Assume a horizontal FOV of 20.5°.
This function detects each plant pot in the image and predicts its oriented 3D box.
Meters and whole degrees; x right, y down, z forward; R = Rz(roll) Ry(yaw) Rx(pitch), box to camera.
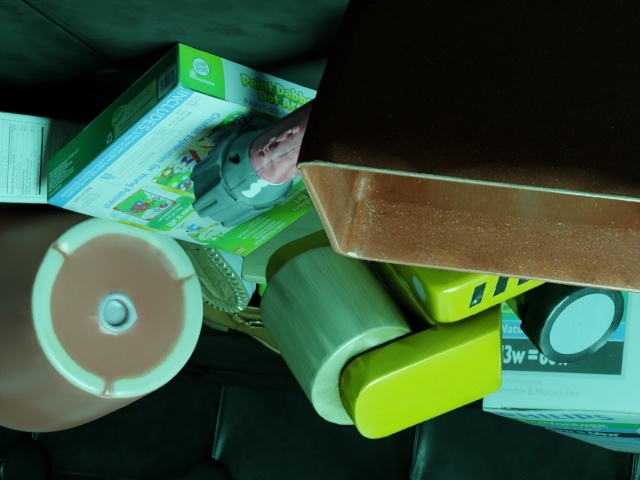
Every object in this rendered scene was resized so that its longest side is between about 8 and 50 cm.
[{"bbox_3d":[-0.265,0.079,1.943,0.275,0.275,0.243,14,169,-27],"label":"plant pot"},{"bbox_3d":[0.146,-0.114,1.188,0.267,0.236,0.267,7,168,8],"label":"plant pot"}]

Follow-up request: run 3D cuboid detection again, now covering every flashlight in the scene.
[{"bbox_3d":[-0.008,-0.091,1.570,0.103,0.103,0.304,18,150,-34],"label":"flashlight"}]

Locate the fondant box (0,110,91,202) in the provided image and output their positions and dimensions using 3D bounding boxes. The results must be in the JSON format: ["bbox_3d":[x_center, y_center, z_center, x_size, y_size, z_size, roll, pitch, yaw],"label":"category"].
[{"bbox_3d":[-0.394,-0.090,1.838,0.238,0.096,0.330,4,-179,19],"label":"fondant box"}]

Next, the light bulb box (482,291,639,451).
[{"bbox_3d":[0.451,0.143,2.231,0.358,0.225,0.361,-1,166,38],"label":"light bulb box"}]

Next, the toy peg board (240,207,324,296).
[{"bbox_3d":[0.000,0.000,1.970,0.161,0.161,0.079,9,149,-1],"label":"toy peg board"}]

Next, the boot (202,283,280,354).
[{"bbox_3d":[-0.058,0.098,2.714,0.283,0.109,0.220,16,164,-4],"label":"boot"}]

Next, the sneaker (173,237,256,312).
[{"bbox_3d":[-0.125,-0.067,1.988,0.099,0.153,0.282,4,138,30],"label":"sneaker"}]

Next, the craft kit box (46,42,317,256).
[{"bbox_3d":[-0.105,-0.082,1.764,0.246,0.061,0.250,19,144,-33],"label":"craft kit box"}]

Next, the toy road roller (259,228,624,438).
[{"bbox_3d":[0.107,0.001,1.620,0.329,0.202,0.241,-23,134,-13],"label":"toy road roller"}]
